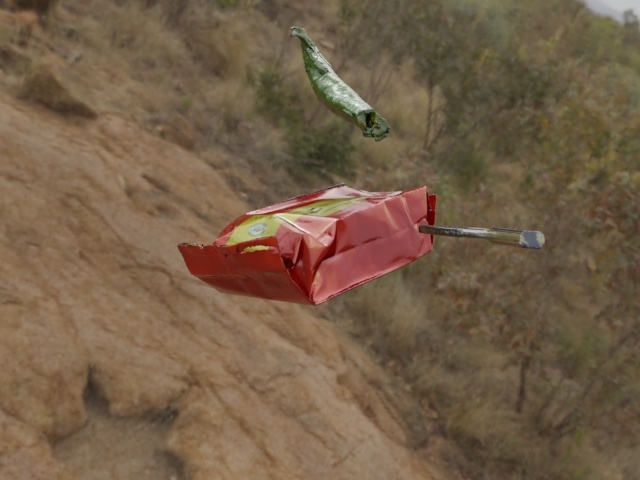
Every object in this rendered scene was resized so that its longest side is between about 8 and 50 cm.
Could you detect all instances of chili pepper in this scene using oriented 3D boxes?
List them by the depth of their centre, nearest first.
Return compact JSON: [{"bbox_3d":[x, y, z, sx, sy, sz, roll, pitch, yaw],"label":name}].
[{"bbox_3d":[0.020,-0.287,1.567,0.085,0.076,0.359,21,23,-37],"label":"chili pepper"}]

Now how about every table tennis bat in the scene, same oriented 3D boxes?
[{"bbox_3d":[0.139,-0.005,0.713,0.095,0.014,0.158,5,3,-14],"label":"table tennis bat"}]

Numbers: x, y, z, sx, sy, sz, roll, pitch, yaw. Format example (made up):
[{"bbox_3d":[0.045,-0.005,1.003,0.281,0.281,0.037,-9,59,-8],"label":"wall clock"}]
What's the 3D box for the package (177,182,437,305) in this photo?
[{"bbox_3d":[0.001,-0.001,1.300,0.196,0.123,0.423,2,14,38],"label":"package"}]
